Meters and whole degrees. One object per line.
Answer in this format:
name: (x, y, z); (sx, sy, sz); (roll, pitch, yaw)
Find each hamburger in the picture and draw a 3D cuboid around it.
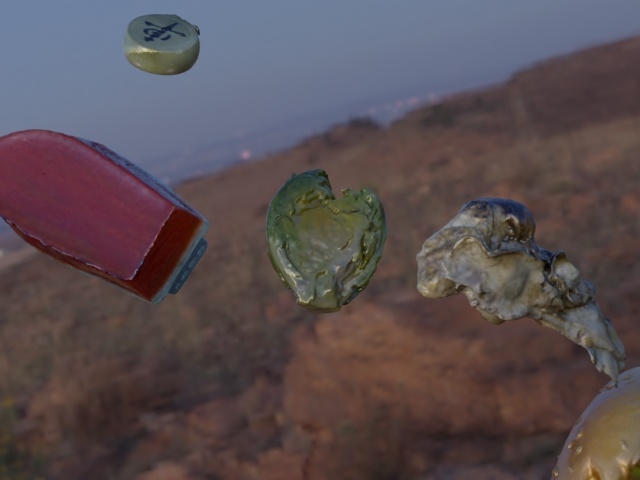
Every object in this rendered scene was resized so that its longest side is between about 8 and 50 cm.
hamburger: (0.310, 0.271, 1.777); (0.170, 0.290, 0.314); (21, 15, 21)

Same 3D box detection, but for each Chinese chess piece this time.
Chinese chess piece: (-0.170, -0.210, 1.935); (0.084, 0.034, 0.084); (7, 37, -5)

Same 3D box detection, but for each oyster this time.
oyster: (0.171, 0.036, 1.511); (0.161, 0.107, 0.232); (16, -9, 46)

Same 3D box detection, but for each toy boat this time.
toy boat: (-0.268, -0.036, 2.105); (0.332, 0.145, 0.133); (28, -5, 33)

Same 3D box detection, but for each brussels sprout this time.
brussels sprout: (-0.001, 0.002, 2.039); (0.139, 0.181, 0.100); (19, -23, -16)
